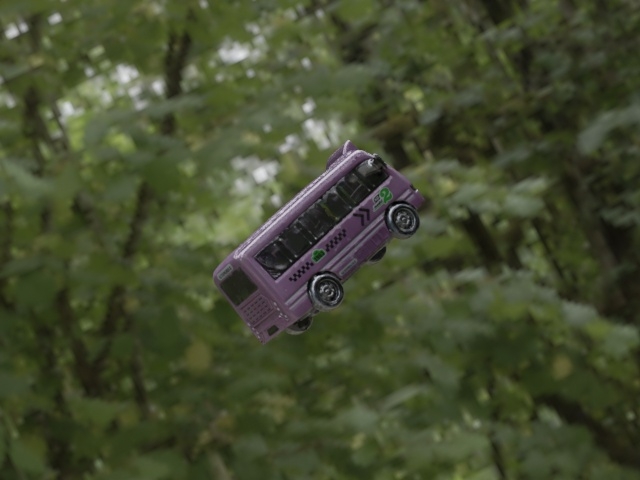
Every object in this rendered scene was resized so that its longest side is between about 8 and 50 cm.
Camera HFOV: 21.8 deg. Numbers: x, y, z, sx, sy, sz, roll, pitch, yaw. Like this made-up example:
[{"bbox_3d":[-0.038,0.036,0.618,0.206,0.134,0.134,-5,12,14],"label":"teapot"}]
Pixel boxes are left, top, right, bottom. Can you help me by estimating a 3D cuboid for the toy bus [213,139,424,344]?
[{"bbox_3d":[0.000,0.000,1.394,0.178,0.098,0.087,-42,0,-30],"label":"toy bus"}]
